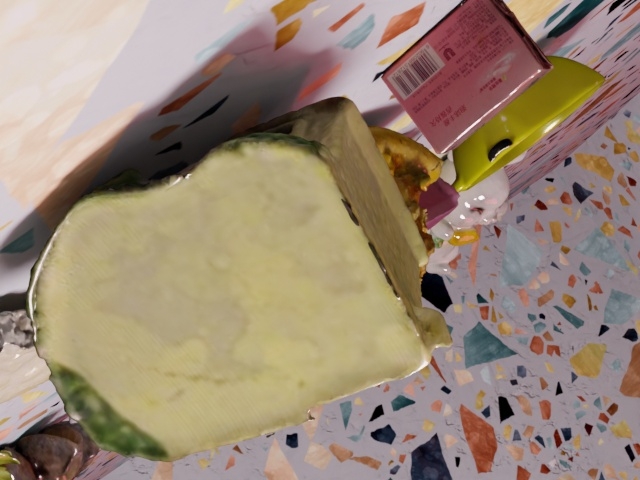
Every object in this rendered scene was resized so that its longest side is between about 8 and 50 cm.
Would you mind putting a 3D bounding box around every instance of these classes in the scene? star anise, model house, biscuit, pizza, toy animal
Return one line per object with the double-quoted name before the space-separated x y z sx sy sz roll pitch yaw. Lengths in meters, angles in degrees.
"star anise" -0.471 0.383 1.779 0.315 0.108 0.315 -34 164 -11
"model house" -0.073 0.002 0.992 0.321 0.261 0.266 -21 -158 16
"biscuit" -0.316 0.123 1.050 0.265 0.040 0.188 -23 160 -28
"pizza" 0.037 -0.047 1.278 0.087 0.257 0.268 -14 144 40
"toy animal" 0.242 -0.078 2.020 0.209 0.154 0.325 -8 137 -29

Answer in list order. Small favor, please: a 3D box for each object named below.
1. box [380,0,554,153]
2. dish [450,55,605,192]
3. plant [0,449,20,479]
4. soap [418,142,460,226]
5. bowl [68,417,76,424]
"box" 0.153 -0.176 1.173 0.156 0.111 0.060 -38 173 25
"dish" 0.278 -0.188 1.643 0.262 0.108 0.221 -34 172 -27
"plant" -0.411 0.286 1.042 0.306 0.297 0.261 -34 -162 8
"soap" 0.000 0.000 1.494 0.233 0.128 0.360 -39 172 36
"bowl" -0.249 0.137 1.370 0.189 0.086 0.189 -35 170 -7
